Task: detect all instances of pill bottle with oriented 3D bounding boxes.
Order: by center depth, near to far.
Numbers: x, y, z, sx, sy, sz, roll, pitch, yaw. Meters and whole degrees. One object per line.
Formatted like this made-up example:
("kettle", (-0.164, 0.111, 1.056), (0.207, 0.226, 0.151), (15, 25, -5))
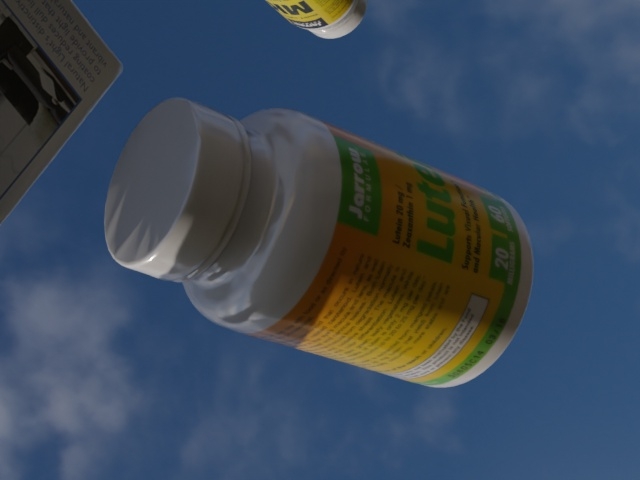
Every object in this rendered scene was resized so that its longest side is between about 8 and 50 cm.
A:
("pill bottle", (0.000, 0.000, 0.772), (0.246, 0.136, 0.136), (19, -91, -34))
("pill bottle", (-0.021, -0.345, 1.639), (0.208, 0.119, 0.119), (28, -98, -62))

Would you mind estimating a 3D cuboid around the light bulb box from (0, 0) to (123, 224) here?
("light bulb box", (-0.400, -0.065, 0.890), (0.225, 0.358, 0.361), (53, -126, -32))
